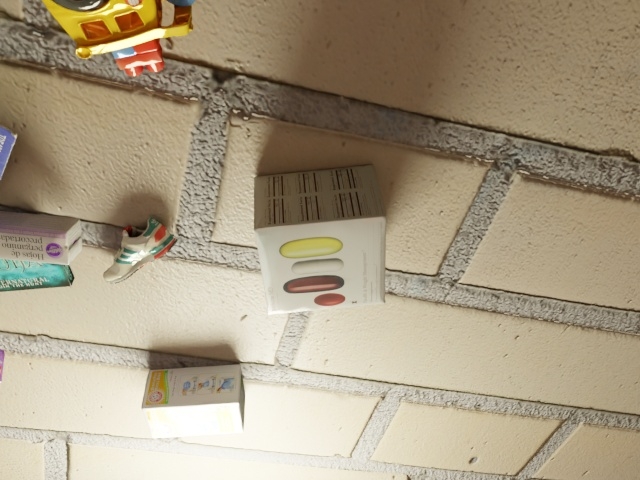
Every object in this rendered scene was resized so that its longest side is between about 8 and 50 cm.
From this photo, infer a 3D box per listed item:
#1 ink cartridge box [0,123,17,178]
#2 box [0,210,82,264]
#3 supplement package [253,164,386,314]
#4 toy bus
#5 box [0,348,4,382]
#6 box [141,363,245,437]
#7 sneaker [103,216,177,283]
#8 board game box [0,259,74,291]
[{"bbox_3d":[-0.610,-0.143,0.808,0.330,0.071,0.324,29,151,-24],"label":"ink cartridge box"},{"bbox_3d":[-0.568,-0.014,0.989,0.323,0.067,0.063,5,115,-4],"label":"box"},{"bbox_3d":[0.000,0.000,1.007,0.203,0.149,0.194,-6,130,-1],"label":"supplement package"},{"bbox_3d":[-0.227,-0.312,0.750,0.220,0.149,0.211,-14,142,4],"label":"toy bus"},{"bbox_3d":[-0.635,0.173,0.829,0.293,0.057,0.201,-14,147,2],"label":"box"},{"bbox_3d":[-0.271,0.350,1.305,0.203,0.103,0.114,-3,129,-2],"label":"box"},{"bbox_3d":[-0.335,0.014,1.065,0.161,0.057,0.075,-28,109,20],"label":"sneaker"},{"bbox_3d":[-0.557,0.038,1.078,0.186,0.026,0.126,-5,130,0],"label":"board game box"}]
